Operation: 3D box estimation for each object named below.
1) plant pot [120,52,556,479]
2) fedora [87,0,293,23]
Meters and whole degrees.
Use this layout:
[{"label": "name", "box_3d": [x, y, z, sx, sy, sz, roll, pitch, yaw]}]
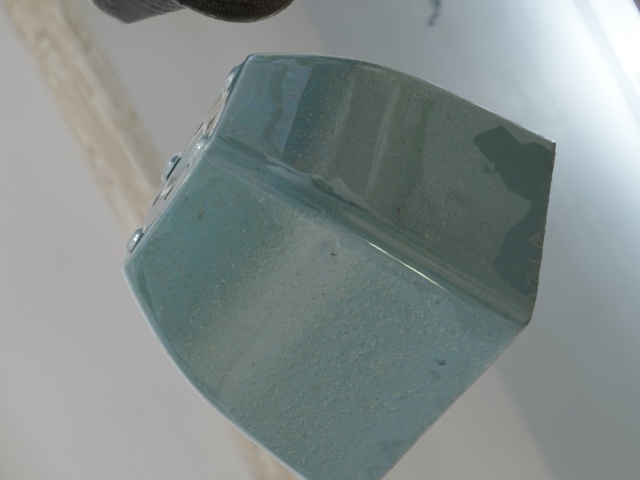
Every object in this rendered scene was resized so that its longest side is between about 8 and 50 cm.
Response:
[{"label": "plant pot", "box_3d": [0.000, 0.000, 1.226, 0.252, 0.248, 0.247, 32, -144, -10]}, {"label": "fedora", "box_3d": [-0.161, -0.326, 1.602, 0.334, 0.152, 0.334, 26, -133, -31]}]
